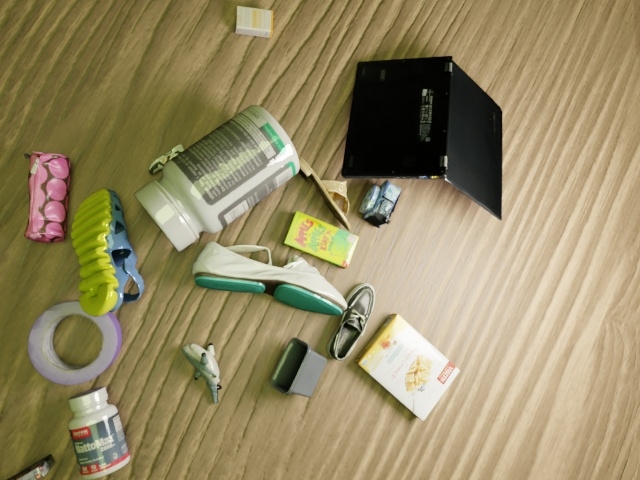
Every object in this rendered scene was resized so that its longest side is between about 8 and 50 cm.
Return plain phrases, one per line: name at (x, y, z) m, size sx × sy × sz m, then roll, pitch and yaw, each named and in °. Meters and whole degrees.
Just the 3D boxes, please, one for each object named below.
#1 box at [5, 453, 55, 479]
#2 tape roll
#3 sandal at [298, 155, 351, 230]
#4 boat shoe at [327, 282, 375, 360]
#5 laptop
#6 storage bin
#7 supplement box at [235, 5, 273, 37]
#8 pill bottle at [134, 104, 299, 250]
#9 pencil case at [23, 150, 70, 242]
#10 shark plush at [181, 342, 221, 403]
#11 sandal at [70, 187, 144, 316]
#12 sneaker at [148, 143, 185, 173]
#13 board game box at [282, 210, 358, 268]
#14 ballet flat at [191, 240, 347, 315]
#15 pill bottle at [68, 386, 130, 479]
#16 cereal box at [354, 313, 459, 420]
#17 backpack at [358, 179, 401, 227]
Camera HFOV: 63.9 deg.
box at (-0.669, 0.534, 1.134) m, size 0.137 × 0.094 × 0.027 m, roll -29°, pitch 92°, yaw -14°
tape roll at (-0.567, 0.234, 1.193) m, size 0.189 × 0.080 × 0.189 m, roll 1°, pitch 84°, yaw -12°
sandal at (0.030, -0.143, 1.357) m, size 0.079 × 0.088 × 0.240 m, roll -40°, pitch 89°, yaw -7°
boat shoe at (0.090, 0.214, 1.345) m, size 0.077 × 0.070 × 0.219 m, roll 27°, pitch 80°, yaw -9°
laptop at (0.298, -0.279, 1.415) m, size 0.407 × 0.236 × 0.382 m, roll 2°, pitch 65°, yaw 15°
storage bin at (-0.052, 0.328, 1.300) m, size 0.091 × 0.098 × 0.135 m, roll 35°, pitch 77°, yaw -36°
supplement box at (-0.178, -0.587, 1.378) m, size 0.098 × 0.036 × 0.062 m, roll 3°, pitch 84°, yaw -12°
pill bottle at (-0.246, -0.148, 1.236) m, size 0.361 × 0.204 × 0.204 m, roll -38°, pitch 93°, yaw -14°
pencil case at (-0.642, -0.100, 1.198) m, size 0.095 × 0.098 × 0.209 m, roll -1°, pitch 85°, yaw -7°
shark plush at (-0.286, 0.326, 1.277) m, size 0.067 × 0.073 × 0.161 m, roll -18°, pitch 110°, yaw 6°
sandal at (-0.497, 0.029, 1.216) m, size 0.126 × 0.138 × 0.317 m, roll -18°, pitch 71°, yaw 24°
sneaker at (-0.383, -0.198, 1.295) m, size 0.109 × 0.040 × 0.044 m, roll -38°, pitch 95°, yaw -13°
board game box at (0.000, 0.000, 1.359) m, size 0.181 × 0.043 × 0.092 m, roll 22°, pitch 81°, yaw -10°
ballet flat at (-0.115, 0.084, 1.293) m, size 0.400 × 0.139 × 0.139 m, roll 14°, pitch 82°, yaw -10°
pill bottle at (-0.512, 0.435, 1.172) m, size 0.108 × 0.108 × 0.180 m, roll -16°, pitch 88°, yaw -13°
cereal box at (0.234, 0.338, 1.377) m, size 0.240 × 0.047 × 0.173 m, roll 41°, pitch 78°, yaw -6°
backpack at (0.160, -0.105, 1.373) m, size 0.084 × 0.105 × 0.114 m, roll 31°, pitch 79°, yaw -7°
